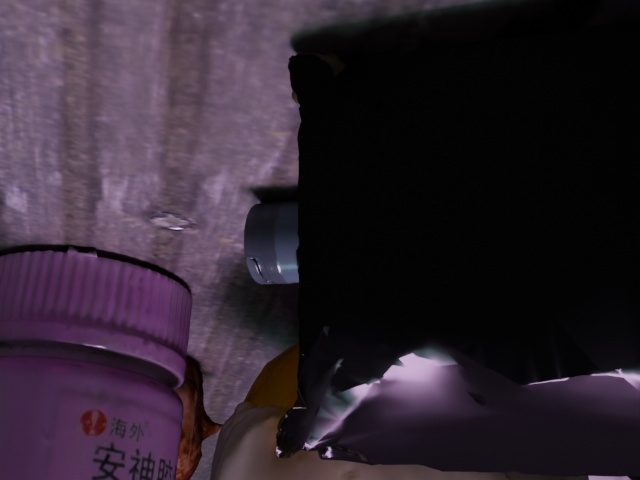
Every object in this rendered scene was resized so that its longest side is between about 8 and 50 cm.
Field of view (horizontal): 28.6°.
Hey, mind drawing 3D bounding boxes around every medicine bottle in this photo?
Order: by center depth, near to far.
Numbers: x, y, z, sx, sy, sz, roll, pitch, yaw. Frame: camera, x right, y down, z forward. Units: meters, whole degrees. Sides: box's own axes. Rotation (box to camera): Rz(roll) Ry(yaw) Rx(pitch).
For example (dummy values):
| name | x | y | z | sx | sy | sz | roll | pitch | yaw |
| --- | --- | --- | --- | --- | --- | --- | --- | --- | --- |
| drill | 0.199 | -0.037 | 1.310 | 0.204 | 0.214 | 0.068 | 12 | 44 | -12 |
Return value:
| name | x | y | z | sx | sy | sz | roll | pitch | yaw |
| --- | --- | --- | --- | --- | --- | --- | --- | --- | --- |
| medicine bottle | -0.195 | 0.169 | 0.935 | 0.178 | 0.291 | 0.178 | 5 | 159 | 2 |

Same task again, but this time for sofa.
| name | x | y | z | sx | sy | sz | roll | pitch | yaw |
| --- | --- | --- | --- | --- | --- | --- | --- | --- | --- |
| sofa | 0.113 | 0.013 | 0.608 | 0.258 | 0.200 | 0.182 | -5 | 168 | 24 |

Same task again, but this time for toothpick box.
| name | x | y | z | sx | sy | sz | roll | pitch | yaw |
| --- | --- | --- | --- | --- | --- | --- | --- | --- | --- |
| toothpick box | 0.000 | 0.000 | 0.777 | 0.083 | 0.052 | 0.052 | -3 | 158 | 19 |

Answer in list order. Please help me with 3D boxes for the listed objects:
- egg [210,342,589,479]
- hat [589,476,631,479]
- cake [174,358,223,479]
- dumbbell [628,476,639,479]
| name | x | y | z | sx | sy | sz | roll | pitch | yaw |
| --- | --- | --- | --- | --- | --- | --- | --- | --- | --- |
| egg | 0.069 | 0.197 | 0.969 | 0.283 | 0.283 | 0.345 | -1 | 172 | 17 |
| hat | 0.278 | 0.190 | 1.085 | 0.126 | 0.203 | 0.203 | 16 | 167 | 30 |
| cake | -0.239 | 0.195 | 1.166 | 0.292 | 0.199 | 0.196 | 9 | 157 | -12 |
| dumbbell | 0.322 | 0.094 | 0.764 | 0.388 | 0.185 | 0.185 | 19 | 156 | -31 |
